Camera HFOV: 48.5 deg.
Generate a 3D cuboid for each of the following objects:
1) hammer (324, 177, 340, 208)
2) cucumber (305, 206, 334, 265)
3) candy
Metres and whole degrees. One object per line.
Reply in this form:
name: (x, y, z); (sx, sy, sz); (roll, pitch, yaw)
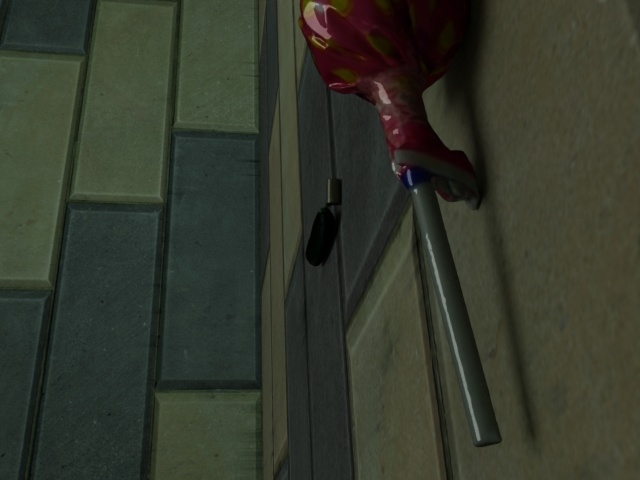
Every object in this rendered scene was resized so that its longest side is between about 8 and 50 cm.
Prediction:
hammer: (0.015, -0.060, 1.017); (0.110, 0.019, 0.035); (113, 158, -81)
cucumber: (0.000, 0.000, 1.040); (0.036, 0.033, 0.184); (62, 161, 18)
candy: (0.061, -0.054, 0.456); (0.124, 0.124, 0.365); (107, 155, -60)
